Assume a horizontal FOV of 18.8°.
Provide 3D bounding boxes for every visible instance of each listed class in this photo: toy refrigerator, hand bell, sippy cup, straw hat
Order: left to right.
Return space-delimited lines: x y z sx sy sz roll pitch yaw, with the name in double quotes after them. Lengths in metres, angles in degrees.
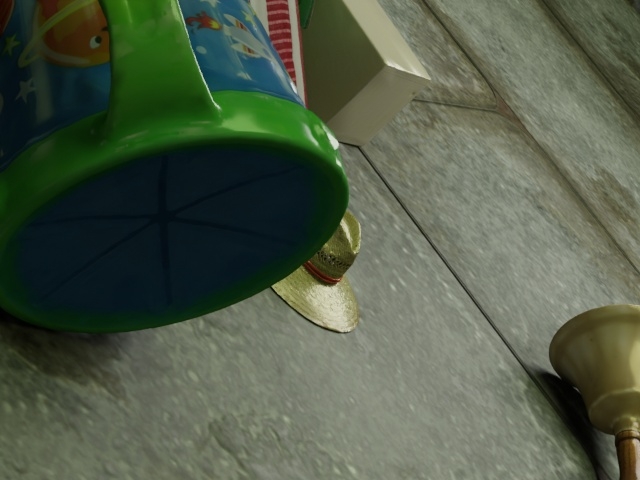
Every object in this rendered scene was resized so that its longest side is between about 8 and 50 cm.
-0.122 -0.092 1.232 0.240 0.305 0.224 9 52 -40 "sippy cup"
-0.012 -0.227 1.891 0.094 0.102 0.269 11 41 -56 "toy refrigerator"
0.000 0.000 1.575 0.144 0.061 0.144 39 22 -19 "straw hat"
0.278 0.187 1.733 0.126 0.126 0.242 33 37 -30 "hand bell"

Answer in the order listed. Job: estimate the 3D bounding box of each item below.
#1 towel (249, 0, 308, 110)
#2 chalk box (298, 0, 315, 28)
-0.067 -0.152 1.529 0.329 0.037 0.237 -23 109 -76 "towel"
-0.076 -0.283 1.771 0.132 0.132 0.213 -24 66 -26 "chalk box"
